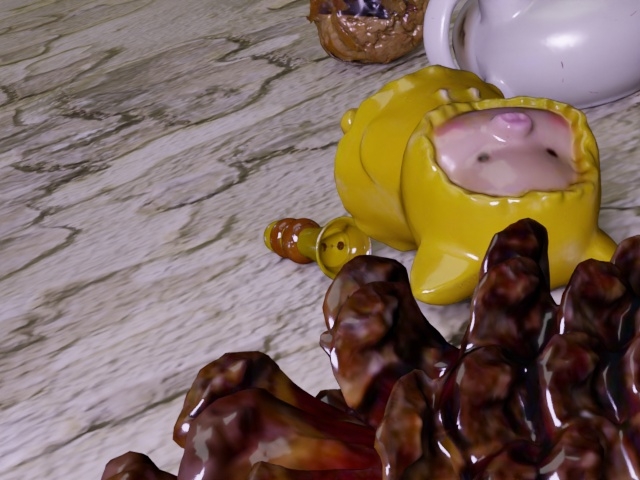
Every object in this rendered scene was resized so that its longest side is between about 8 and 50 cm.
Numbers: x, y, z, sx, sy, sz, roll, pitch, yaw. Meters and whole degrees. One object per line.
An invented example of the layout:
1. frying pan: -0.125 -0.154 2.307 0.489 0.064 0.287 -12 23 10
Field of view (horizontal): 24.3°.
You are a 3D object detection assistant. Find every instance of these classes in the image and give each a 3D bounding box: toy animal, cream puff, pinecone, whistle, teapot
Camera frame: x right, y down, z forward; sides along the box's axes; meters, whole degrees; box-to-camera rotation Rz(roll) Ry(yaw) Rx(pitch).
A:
1. toy animal: 0.092 -0.037 0.976 0.156 0.156 0.230 -19 31 -12
2. cream puff: 0.053 -0.239 1.519 0.133 0.119 0.104 19 -12 6
3. pinecone: 0.037 0.128 0.491 0.292 0.246 0.246 -22 11 41
4. whistle: -0.001 -0.004 1.070 0.057 0.046 0.109 -37 22 -16
5. teapot: 0.206 -0.192 1.277 0.204 0.139 0.298 12 32 44
